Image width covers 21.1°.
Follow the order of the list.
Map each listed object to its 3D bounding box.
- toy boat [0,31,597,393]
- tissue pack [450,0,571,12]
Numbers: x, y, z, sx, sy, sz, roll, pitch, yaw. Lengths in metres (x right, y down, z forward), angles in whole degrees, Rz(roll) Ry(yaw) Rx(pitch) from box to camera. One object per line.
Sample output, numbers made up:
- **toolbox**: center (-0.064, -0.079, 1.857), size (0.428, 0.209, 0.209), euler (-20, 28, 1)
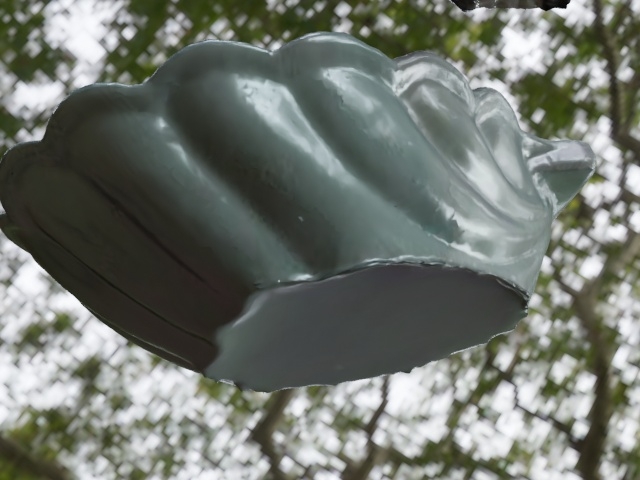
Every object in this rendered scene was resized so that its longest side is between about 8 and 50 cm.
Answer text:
- **toy boat**: center (0.000, 0.000, 0.780), size (0.199, 0.290, 0.100), euler (-49, -129, 46)
- **tissue pack**: center (0.077, -0.237, 0.783), size (0.073, 0.173, 0.235), euler (-1, -64, -13)
